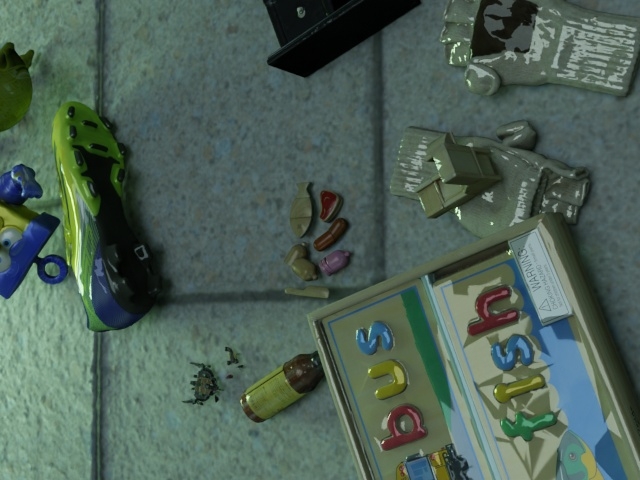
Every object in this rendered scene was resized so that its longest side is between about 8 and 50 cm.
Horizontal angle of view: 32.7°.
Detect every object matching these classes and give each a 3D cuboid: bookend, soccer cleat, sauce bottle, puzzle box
[{"bbox_3d":[0.001,-0.281,1.140,0.156,0.072,0.157,-28,71,29],"label":"bookend"},{"bbox_3d":[-0.277,-0.029,1.291,0.121,0.093,0.289,-32,69,34],"label":"soccer cleat"},{"bbox_3d":[-0.027,0.146,1.140,0.128,0.042,0.042,-35,68,27],"label":"sauce bottle"},{"bbox_3d":[0.163,0.210,0.985,0.272,0.052,0.409,-26,77,30],"label":"puzzle box"}]

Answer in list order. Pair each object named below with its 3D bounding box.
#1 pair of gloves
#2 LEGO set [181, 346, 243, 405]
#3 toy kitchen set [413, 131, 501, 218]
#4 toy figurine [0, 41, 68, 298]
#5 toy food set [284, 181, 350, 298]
[{"bbox_3d":[0.176,-0.121,1.030,0.204,0.042,0.240,26,101,32],"label":"pair of gloves"},{"bbox_3d":[-0.119,0.155,1.216,0.083,0.023,0.054,-24,75,16],"label":"LEGO set"},{"bbox_3d":[0.106,-0.069,1.011,0.083,0.075,0.068,-33,68,37],"label":"toy kitchen set"},{"bbox_3d":[-0.389,-0.041,1.370,0.217,0.191,0.363,35,99,-1],"label":"toy figurine"},{"bbox_3d":[0.000,0.000,1.150,0.078,0.019,0.122,5,81,33],"label":"toy food set"}]
